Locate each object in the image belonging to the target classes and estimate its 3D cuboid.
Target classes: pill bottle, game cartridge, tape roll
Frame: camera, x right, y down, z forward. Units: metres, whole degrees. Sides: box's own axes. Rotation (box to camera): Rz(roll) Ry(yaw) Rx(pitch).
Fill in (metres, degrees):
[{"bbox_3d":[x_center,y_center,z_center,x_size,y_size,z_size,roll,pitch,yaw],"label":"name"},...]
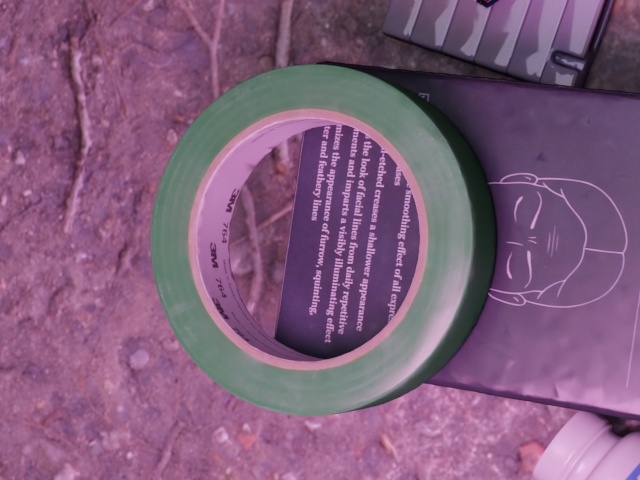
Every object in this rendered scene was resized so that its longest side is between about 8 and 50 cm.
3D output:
[{"bbox_3d":[0.318,0.262,1.670,0.221,0.124,0.124,37,101,20],"label":"pill bottle"},{"bbox_3d":[0.217,-0.347,1.775,0.230,0.068,0.355,22,96,25],"label":"game cartridge"},{"bbox_3d":[0.000,0.000,1.609,0.321,0.077,0.321,-1,87,22],"label":"tape roll"}]

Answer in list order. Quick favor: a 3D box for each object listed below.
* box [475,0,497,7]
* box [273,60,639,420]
[{"bbox_3d":[0.220,-0.360,1.720,0.233,0.044,0.159,-31,77,17],"label":"box"},{"bbox_3d":[0.186,-0.001,1.687,0.395,0.212,0.294,9,91,23],"label":"box"}]
